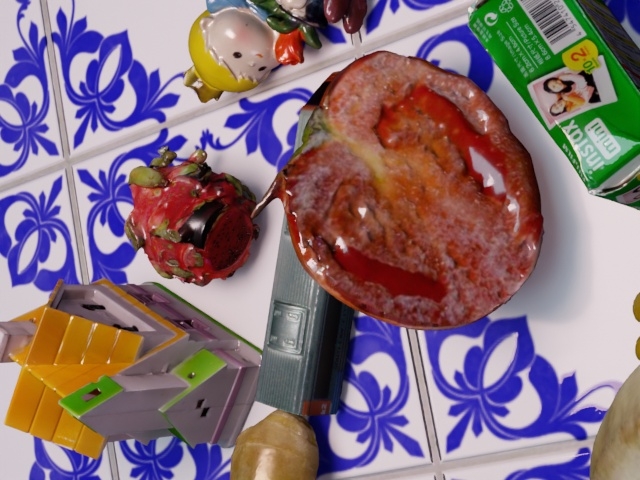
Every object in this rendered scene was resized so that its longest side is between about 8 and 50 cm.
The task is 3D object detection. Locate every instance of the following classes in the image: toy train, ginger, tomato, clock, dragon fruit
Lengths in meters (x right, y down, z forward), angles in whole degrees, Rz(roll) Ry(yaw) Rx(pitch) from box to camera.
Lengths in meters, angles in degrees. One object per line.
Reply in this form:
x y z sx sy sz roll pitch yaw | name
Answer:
0.000 0.000 1.595 0.086 0.089 0.409 12 96 40 | toy train
0.011 0.404 1.544 0.363 0.122 0.348 22 92 21 | ginger
0.089 -0.036 1.471 0.170 0.309 0.309 127 131 -72 | tomato
-0.261 0.155 1.635 0.235 0.309 0.166 30 104 33 | clock
-0.166 -0.037 1.675 0.172 0.160 0.166 28 123 35 | dragon fruit

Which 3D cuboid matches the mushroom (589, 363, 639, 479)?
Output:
0.406 0.234 1.168 0.352 0.260 0.352 19 133 22 | mushroom

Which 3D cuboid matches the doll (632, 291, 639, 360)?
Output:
0.399 0.067 1.322 0.209 0.097 0.137 -19 45 49 | doll

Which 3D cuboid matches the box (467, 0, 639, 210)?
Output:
0.270 -0.151 1.352 0.103 0.180 0.250 -39 66 23 | box

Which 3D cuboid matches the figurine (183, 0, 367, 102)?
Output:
-0.063 -0.247 1.636 0.185 0.127 0.234 40 100 21 | figurine
